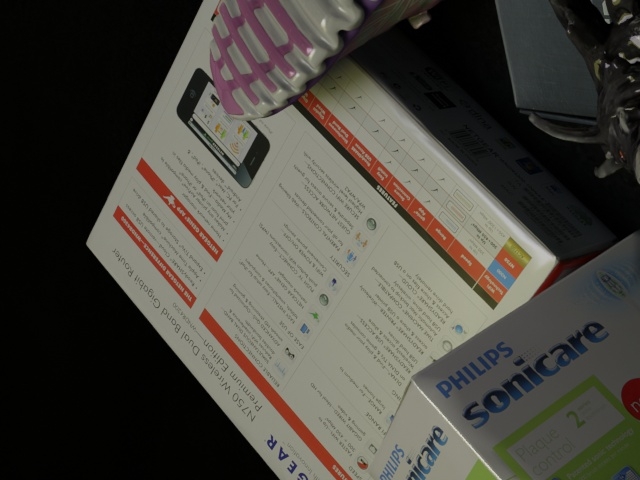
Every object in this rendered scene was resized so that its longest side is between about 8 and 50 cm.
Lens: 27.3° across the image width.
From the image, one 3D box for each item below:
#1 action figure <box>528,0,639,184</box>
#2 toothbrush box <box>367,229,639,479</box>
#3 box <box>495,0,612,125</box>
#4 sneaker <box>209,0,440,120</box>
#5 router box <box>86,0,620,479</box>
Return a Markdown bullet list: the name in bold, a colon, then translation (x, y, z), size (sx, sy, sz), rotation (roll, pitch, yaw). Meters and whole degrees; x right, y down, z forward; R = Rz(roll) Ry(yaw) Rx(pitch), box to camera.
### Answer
- **action figure**: translation (0.199, -0.087, 0.561), size (0.164, 0.141, 0.275), rotation (41, 129, -13)
- **toothbrush box**: translation (0.201, 0.163, 0.769), size (0.283, 0.206, 0.122), rotation (48, 147, 23)
- **box**: translation (0.165, -0.173, 0.696), size (0.183, 0.059, 0.233), rotation (18, 129, 51)
- **sneaker**: translation (0.025, -0.157, 0.826), size (0.236, 0.104, 0.095), rotation (-44, 61, 32)
- **router box**: translation (0.000, 0.000, 0.964), size (0.335, 0.082, 0.301), rotation (48, 126, 22)
